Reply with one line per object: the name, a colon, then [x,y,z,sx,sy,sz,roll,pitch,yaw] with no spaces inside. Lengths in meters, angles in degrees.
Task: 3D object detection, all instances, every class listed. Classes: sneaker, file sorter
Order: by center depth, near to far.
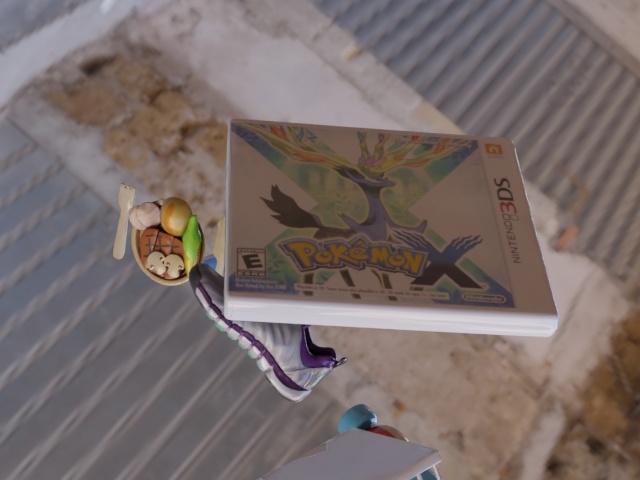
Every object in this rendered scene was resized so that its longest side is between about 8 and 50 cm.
sneaker: [-0.066,0.097,1.632,0.098,0.223,0.083,-38,-167,14]
file sorter: [0.064,0.425,1.998,0.193,0.173,0.278,-25,-169,-24]

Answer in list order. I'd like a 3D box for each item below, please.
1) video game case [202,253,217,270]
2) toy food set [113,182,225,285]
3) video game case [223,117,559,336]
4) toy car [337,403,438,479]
video game case: [0.000,0.000,1.844,0.270,0.061,0.244,-14,-173,45]
toy food set: [-0.219,0.000,1.806,0.038,0.192,0.132,-18,122,-62]
video game case: [0.064,-0.021,1.351,0.300,0.329,0.036,-94,-171,-49]
toy car: [0.054,0.456,2.296,0.238,0.219,0.210,-24,139,-30]
